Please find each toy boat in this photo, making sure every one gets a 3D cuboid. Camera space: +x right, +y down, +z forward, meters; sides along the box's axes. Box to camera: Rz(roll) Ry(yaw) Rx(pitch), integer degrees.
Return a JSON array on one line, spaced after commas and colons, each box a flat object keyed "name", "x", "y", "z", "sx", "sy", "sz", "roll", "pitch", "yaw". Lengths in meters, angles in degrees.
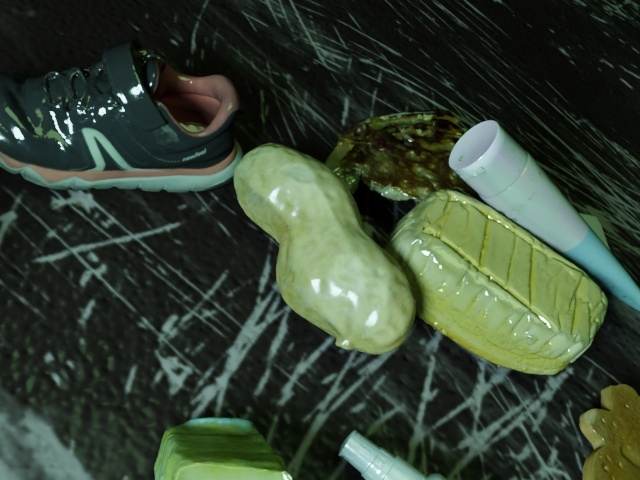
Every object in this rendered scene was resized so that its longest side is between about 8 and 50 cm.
[{"name": "toy boat", "x": -0.067, "y": 0.246, "z": 0.559, "sx": 0.111, "sy": 0.084, "sz": 0.276, "roll": 7, "pitch": 51, "yaw": -19}]

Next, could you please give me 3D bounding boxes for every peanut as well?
[{"name": "peanut", "x": 0.000, "y": 0.000, "z": 0.782, "sx": 0.117, "sy": 0.101, "sz": 0.263, "roll": -13, "pitch": 63, "yaw": -35}]

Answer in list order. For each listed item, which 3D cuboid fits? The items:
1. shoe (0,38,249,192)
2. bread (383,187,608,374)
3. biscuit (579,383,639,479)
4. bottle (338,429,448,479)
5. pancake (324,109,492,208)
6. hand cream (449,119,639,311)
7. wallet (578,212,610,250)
[{"name": "shoe", "x": -0.202, "y": -0.126, "z": 0.762, "sx": 0.291, "sy": 0.137, "sz": 0.114, "roll": 4, "pitch": 51, "yaw": -24}, {"name": "bread", "x": 0.178, "y": 0.050, "z": 0.831, "sx": 0.236, "sy": 0.106, "sz": 0.140, "roll": 33, "pitch": 43, "yaw": 2}, {"name": "biscuit", "x": 0.328, "y": 0.234, "z": 0.809, "sx": 0.133, "sy": 0.027, "sz": 0.184, "roll": 24, "pitch": 48, "yaw": -9}, {"name": "bottle", "x": 0.109, "y": 0.240, "z": 0.669, "sx": 0.217, "sy": 0.060, "sz": 0.060, "roll": 39, "pitch": 46, "yaw": 5}, {"name": "pancake", "x": 0.123, "y": -0.098, "z": 0.958, "sx": 0.257, "sy": 0.056, "sz": 0.212, "roll": 15, "pitch": 43, "yaw": -8}, {"name": "hand cream", "x": 0.275, "y": -0.012, "z": 0.878, "sx": 0.312, "sy": 0.070, "sz": 0.111, "roll": 37, "pitch": 5, "yaw": -24}, {"name": "wallet", "x": 0.283, "y": -0.010, "z": 0.987, "sx": 0.190, "sy": 0.033, "sz": 0.095, "roll": 11, "pitch": 47, "yaw": -20}]
